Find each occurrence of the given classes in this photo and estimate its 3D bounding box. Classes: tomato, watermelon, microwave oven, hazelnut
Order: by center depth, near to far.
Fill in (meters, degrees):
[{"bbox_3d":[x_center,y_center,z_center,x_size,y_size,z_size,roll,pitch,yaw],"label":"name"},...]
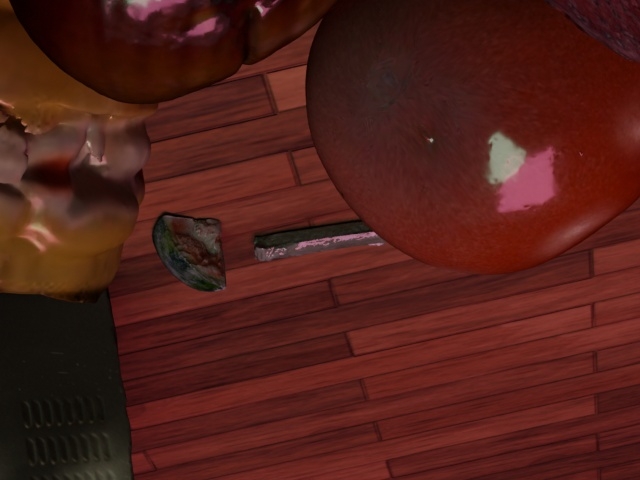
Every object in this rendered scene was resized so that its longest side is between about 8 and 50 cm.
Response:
[{"bbox_3d":[-0.080,-0.183,1.098,0.229,0.229,0.229,-9,153,-5],"label":"hazelnut"},{"bbox_3d":[0.114,-0.102,1.340,0.256,0.256,0.224,-30,-179,32],"label":"tomato"},{"bbox_3d":[-0.109,0.006,1.703,0.061,0.085,0.085,-41,152,-7],"label":"watermelon"},{"bbox_3d":[-0.305,0.275,1.785,0.236,0.374,0.432,-4,147,-13],"label":"microwave oven"}]

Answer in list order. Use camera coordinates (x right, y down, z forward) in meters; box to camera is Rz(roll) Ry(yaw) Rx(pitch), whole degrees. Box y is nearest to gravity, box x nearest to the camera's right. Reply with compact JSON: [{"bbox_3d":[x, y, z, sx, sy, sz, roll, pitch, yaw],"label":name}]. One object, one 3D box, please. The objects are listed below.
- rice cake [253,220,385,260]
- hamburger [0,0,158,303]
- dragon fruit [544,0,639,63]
[{"bbox_3d":[0.000,0.000,1.743,0.121,0.021,0.022,-8,142,-6],"label":"rice cake"},{"bbox_3d":[-0.228,-0.098,1.237,0.276,0.276,0.237,9,103,-34],"label":"hamburger"},{"bbox_3d":[0.184,-0.279,1.057,0.263,0.314,0.296,-44,169,-3],"label":"dragon fruit"}]
